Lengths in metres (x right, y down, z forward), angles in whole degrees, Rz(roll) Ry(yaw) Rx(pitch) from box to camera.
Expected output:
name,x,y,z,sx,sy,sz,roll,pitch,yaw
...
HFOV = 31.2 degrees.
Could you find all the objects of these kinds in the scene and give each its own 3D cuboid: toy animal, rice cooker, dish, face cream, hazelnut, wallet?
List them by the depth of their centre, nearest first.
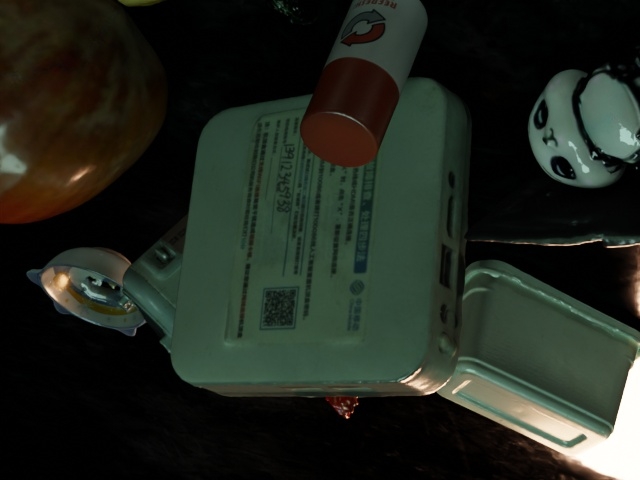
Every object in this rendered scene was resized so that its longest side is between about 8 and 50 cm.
name,x,y,z,sx,sy,sz,roll,pitch,yaw
face cream,0.052,-0.194,1.333,0.096,0.214,0.096,14,145,10
toy animal,0.329,-0.127,1.336,0.179,0.166,0.138,-18,175,42
wallet,0.362,-0.052,1.370,0.323,0.247,0.041,0,115,35
hazelnut,-0.391,-0.194,1.498,0.366,0.365,0.365,14,146,10
rice cooker,-0.133,0.060,1.735,0.317,0.316,0.264,-7,134,35
dish,-0.399,0.074,2.072,0.236,0.086,0.228,32,146,-17

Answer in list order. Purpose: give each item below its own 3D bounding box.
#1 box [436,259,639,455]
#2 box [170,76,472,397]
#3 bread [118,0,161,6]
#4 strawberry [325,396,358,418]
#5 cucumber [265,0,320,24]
name,x,y,z,sx,sy,sz,roll,pitch,yaw
box,0.324,0.190,1.762,0.312,0.182,0.175,26,146,-8
box,0.000,0.001,1.477,0.397,0.395,0.111,-4,162,33
bread,-0.182,-0.340,1.288,0.142,0.091,0.305,57,159,-22
strawberry,0.033,0.191,1.876,0.098,0.228,0.174,27,146,-9
cucumber,-0.080,-0.360,1.296,0.081,0.072,0.303,1,142,26
